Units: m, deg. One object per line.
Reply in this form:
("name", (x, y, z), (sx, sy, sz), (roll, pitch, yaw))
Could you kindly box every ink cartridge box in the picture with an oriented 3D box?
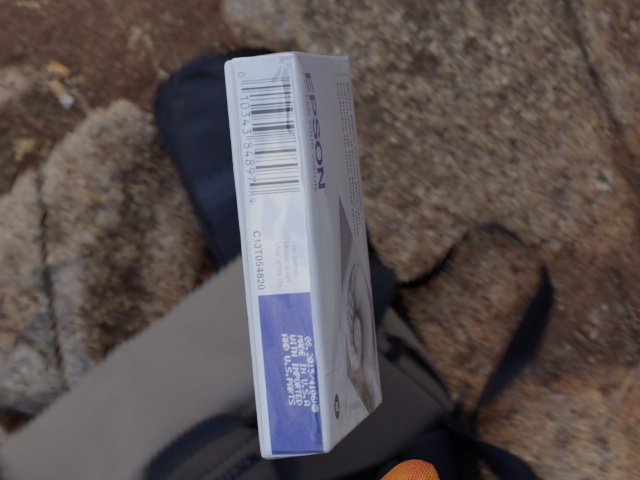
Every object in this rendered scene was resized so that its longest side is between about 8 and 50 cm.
("ink cartridge box", (0.000, 0.000, 0.994), (0.045, 0.224, 0.223), (-4, 95, 11))

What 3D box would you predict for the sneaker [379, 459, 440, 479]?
("sneaker", (0.011, 0.186, 1.037), (0.064, 0.175, 0.067), (-1, 119, 52))
